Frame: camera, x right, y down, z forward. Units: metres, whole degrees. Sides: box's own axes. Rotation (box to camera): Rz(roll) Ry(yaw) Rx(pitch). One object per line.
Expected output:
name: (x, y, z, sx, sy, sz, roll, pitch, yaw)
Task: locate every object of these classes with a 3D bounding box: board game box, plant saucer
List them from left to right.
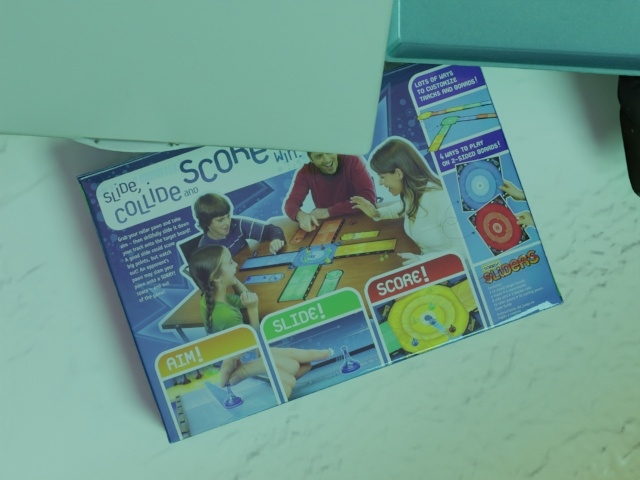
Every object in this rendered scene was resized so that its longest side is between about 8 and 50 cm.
board game box: (0.000, 0.000, 0.749, 0.201, 0.035, 0.136, -19, 90, -5)
plant saucer: (0.121, -0.110, 0.705, 0.192, 0.018, 0.067, 5, 113, 14)

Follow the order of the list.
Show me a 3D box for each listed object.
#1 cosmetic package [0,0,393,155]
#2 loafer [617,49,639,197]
cosmetic package: (-0.064, -0.220, 0.581, 0.217, 0.385, 0.156, 4, 47, -6)
loafer: (0.242, -0.057, 0.758, 0.220, 0.080, 0.078, -1, 133, -11)
